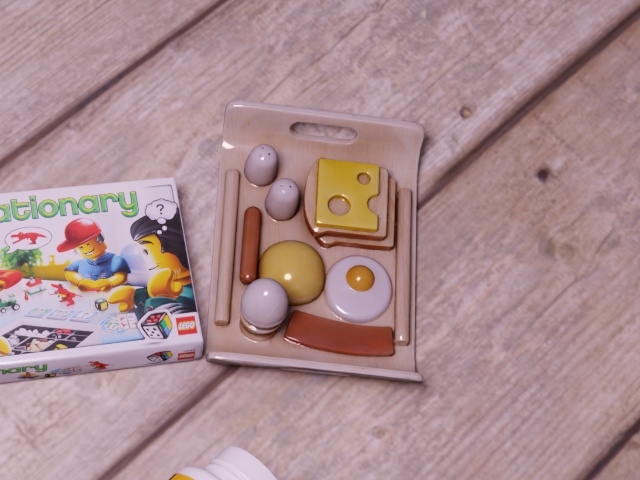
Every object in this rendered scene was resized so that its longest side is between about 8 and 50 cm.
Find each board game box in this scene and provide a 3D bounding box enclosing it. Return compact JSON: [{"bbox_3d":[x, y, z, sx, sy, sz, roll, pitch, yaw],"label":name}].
[{"bbox_3d":[-0.284,0.043,1.717,0.305,0.053,0.193,-6,64,-13],"label":"board game box"}]

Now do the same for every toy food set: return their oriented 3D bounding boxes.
[{"bbox_3d":[0.000,0.000,1.764,0.220,0.092,0.306,6,63,-6],"label":"toy food set"}]

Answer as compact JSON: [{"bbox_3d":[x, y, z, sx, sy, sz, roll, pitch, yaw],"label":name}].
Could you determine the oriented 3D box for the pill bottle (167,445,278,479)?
[{"bbox_3d":[-0.130,0.293,1.577,0.117,0.117,0.215,41,64,12],"label":"pill bottle"}]
